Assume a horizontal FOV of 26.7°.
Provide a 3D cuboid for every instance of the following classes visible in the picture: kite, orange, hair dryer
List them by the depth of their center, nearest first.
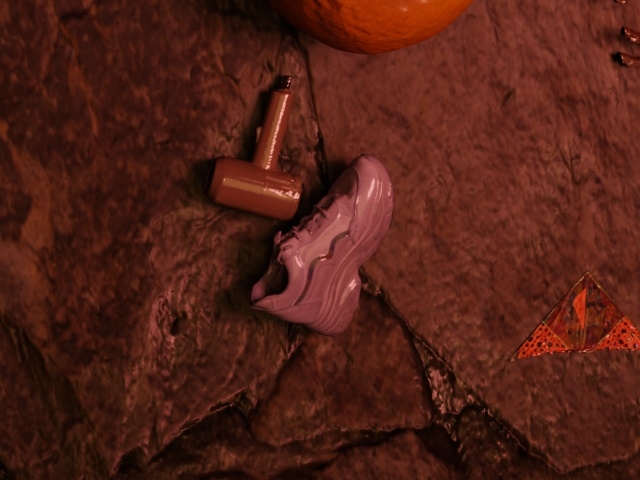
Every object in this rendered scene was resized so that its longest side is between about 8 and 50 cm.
[{"bbox_3d":[0.060,-0.368,1.556,0.312,0.312,0.312,-3,102,-14],"label":"orange"},{"bbox_3d":[-0.070,-0.123,1.702,0.117,0.064,0.182,15,90,-16],"label":"hair dryer"},{"bbox_3d":[0.371,0.102,1.887,0.222,0.008,0.125,-1,102,-14],"label":"kite"}]

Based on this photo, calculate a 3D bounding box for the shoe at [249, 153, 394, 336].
[{"bbox_3d":[0.000,0.000,1.707,0.137,0.095,0.245,11,105,-38],"label":"shoe"}]

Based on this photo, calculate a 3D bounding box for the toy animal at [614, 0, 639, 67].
[{"bbox_3d":[0.484,-0.372,1.791,0.260,0.087,0.243,-27,121,-10],"label":"toy animal"}]
